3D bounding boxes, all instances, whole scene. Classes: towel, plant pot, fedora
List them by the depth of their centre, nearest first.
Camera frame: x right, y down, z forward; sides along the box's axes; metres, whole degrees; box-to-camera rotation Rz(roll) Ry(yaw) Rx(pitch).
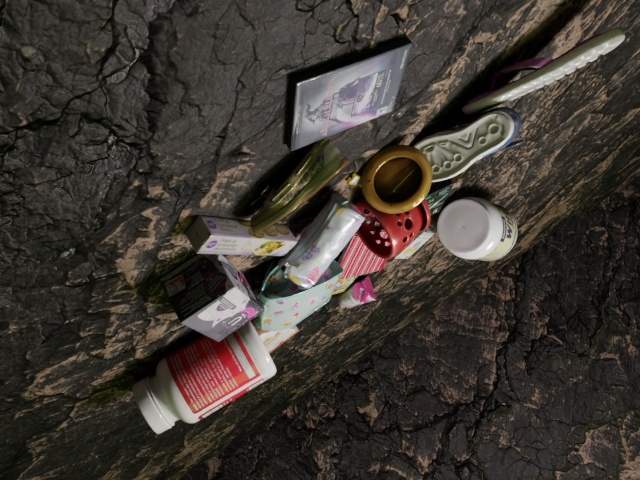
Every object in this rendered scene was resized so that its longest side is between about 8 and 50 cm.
[{"bbox_3d":[0.203,-0.169,1.488,0.194,0.194,0.079,-40,-167,12],"label":"fedora"},{"bbox_3d":[0.209,-0.067,1.610,0.174,0.191,0.191,-33,158,-22],"label":"plant pot"},{"bbox_3d":[0.162,0.040,1.889,0.275,0.031,0.199,-8,131,-46],"label":"towel"}]

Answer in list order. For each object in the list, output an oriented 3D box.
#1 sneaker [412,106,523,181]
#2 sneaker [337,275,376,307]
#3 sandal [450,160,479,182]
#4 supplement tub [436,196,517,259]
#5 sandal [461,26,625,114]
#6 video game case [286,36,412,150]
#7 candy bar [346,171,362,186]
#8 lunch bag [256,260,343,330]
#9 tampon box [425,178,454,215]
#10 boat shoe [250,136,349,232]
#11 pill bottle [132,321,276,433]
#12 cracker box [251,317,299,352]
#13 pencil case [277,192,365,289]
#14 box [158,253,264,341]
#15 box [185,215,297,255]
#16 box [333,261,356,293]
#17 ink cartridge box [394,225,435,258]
[{"bbox_3d":[0.406,-0.269,1.550,0.323,0.130,0.236,-25,-178,29],"label":"sneaker"},{"bbox_3d":[0.138,0.207,2.162,0.111,0.103,0.252,-21,170,24],"label":"sneaker"},{"bbox_3d":[0.446,-0.236,1.762,0.090,0.060,0.219,-29,171,3],"label":"sandal"},{"bbox_3d":[0.597,-0.042,2.099,0.235,0.235,0.325,-45,155,23],"label":"supplement tub"},{"bbox_3d":[0.558,-0.451,1.431,0.416,0.102,0.169,-24,179,16],"label":"sandal"},{"bbox_3d":[0.056,-0.302,1.150,0.274,0.026,0.196,-26,155,-20],"label":"video game case"},{"bbox_3d":[0.124,-0.163,1.516,0.161,0.018,0.040,1,135,-53],"label":"candy bar"},{"bbox_3d":[-0.087,0.152,1.674,0.262,0.160,0.223,-29,158,-26],"label":"lunch bag"},{"bbox_3d":[0.314,-0.144,1.696,0.120,0.101,0.161,-25,156,-19],"label":"tampon box"},{"bbox_3d":[-0.064,-0.124,1.280,0.285,0.089,0.104,-38,-177,15],"label":"boat shoe"},{"bbox_3d":[-0.364,0.424,1.738,0.408,0.229,0.229,-29,156,-12],"label":"pill bottle"},{"bbox_3d":[-0.194,0.340,2.005,0.156,0.067,0.232,-38,156,8],"label":"cracker box"},{"bbox_3d":[0.000,0.000,1.499,0.124,0.113,0.273,28,106,-42],"label":"pencil case"},{"bbox_3d":[-0.272,0.145,1.430,0.163,0.142,0.247,-33,157,-2],"label":"box"},{"bbox_3d":[-0.183,-0.006,1.352,0.063,0.067,0.324,-47,153,23],"label":"box"},{"bbox_3d":[0.038,0.138,1.950,0.233,0.044,0.159,-8,145,-46],"label":"box"},{"bbox_3d":[0.319,0.016,2.064,0.209,0.062,0.109,-45,155,24],"label":"ink cartridge box"}]
